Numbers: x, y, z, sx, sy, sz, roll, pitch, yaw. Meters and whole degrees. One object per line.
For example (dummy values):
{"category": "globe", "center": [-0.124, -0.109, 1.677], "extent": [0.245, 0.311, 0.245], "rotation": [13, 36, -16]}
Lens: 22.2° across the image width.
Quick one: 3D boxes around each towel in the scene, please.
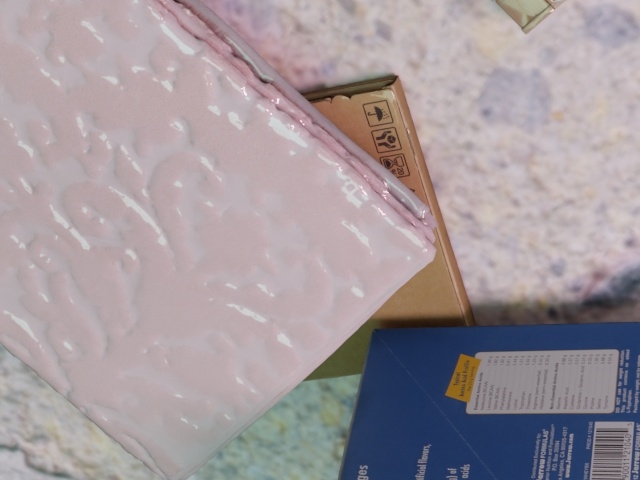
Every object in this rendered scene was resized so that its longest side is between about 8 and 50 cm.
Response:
{"category": "towel", "center": [-0.132, -0.023, 1.046], "extent": [0.332, 0.053, 0.317], "rotation": [42, 127, -6]}

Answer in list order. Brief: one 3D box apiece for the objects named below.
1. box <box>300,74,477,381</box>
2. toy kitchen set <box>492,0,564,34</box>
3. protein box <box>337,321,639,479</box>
{"category": "box", "center": [0.000, 0.000, 1.060], "extent": [0.164, 0.021, 0.201], "rotation": [-9, 117, 20]}
{"category": "toy kitchen set", "center": [0.120, -0.158, 0.902], "extent": [0.068, 0.075, 0.083], "rotation": [44, 117, -11]}
{"category": "protein box", "center": [0.125, 0.167, 1.003], "extent": [0.201, 0.199, 0.136], "rotation": [-3, 134, 18]}
